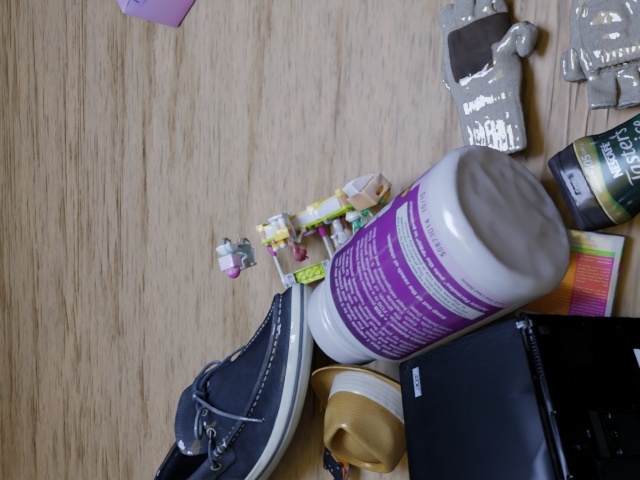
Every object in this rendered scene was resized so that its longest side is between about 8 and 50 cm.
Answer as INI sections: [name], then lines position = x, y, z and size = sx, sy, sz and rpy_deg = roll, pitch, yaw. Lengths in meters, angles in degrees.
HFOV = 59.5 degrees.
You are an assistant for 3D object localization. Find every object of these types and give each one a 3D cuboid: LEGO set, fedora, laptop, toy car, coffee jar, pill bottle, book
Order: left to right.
[LEGO set]
position = 0.000, 0.000, 0.775
size = 0.287, 0.132, 0.107
rpy_deg = -21, 89, 32
[toy car]
position = 0.029, 0.292, 0.823
size = 0.060, 0.040, 0.122
rpy_deg = 9, 103, 60
[fedora]
position = 0.058, 0.239, 0.715
size = 0.194, 0.079, 0.194
rpy_deg = 18, 141, 16
[pill bottle]
position = 0.109, 0.040, 0.638
size = 0.301, 0.169, 0.169
rpy_deg = -42, 67, 47
[laptop]
position = 0.227, 0.202, 0.528
size = 0.137, 0.264, 0.234
rpy_deg = 99, 172, -55
[book]
position = 0.269, 0.058, 0.612
size = 0.096, 0.035, 0.144
rpy_deg = 13, 103, 35
[coffee jar]
position = 0.317, -0.082, 0.527
size = 0.184, 0.079, 0.096
rpy_deg = -32, 70, 37

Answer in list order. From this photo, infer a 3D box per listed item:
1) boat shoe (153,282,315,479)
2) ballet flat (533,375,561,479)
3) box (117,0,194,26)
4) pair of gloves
[boat shoe]
position = -0.138, 0.267, 0.853
size = 0.187, 0.155, 0.500
rpy_deg = -91, 25, -59
[ballet flat]
position = 0.298, 0.246, 0.550
size = 0.409, 0.147, 0.147
rpy_deg = 36, 115, 31
[box]
position = -0.284, -0.541, 0.955
size = 0.213, 0.117, 0.243
rpy_deg = -41, 68, 34
[pair of gloves]
position = 0.242, -0.210, 0.603
size = 0.240, 0.042, 0.204
rpy_deg = -21, 78, 37
